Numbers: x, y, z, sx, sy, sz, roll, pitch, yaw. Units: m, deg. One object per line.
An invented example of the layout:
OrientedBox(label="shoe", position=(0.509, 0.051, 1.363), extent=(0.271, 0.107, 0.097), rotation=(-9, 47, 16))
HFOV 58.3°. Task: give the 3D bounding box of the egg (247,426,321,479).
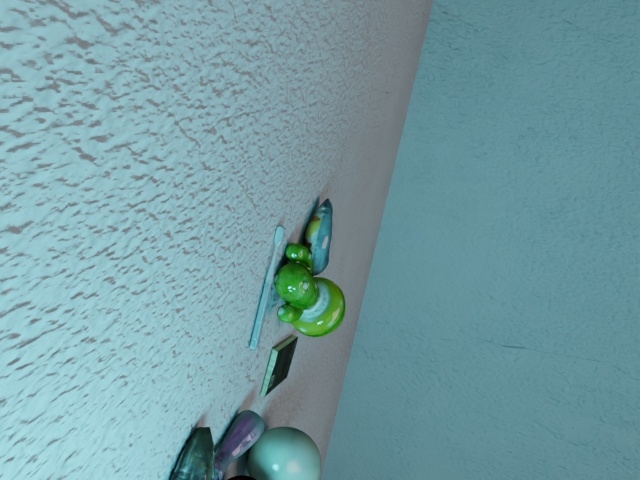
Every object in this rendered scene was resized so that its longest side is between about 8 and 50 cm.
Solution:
OrientedBox(label="egg", position=(-0.118, 0.719, 1.847), extent=(0.371, 0.229, 0.230), rotation=(64, 43, -64))

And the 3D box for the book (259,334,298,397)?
OrientedBox(label="book", position=(-0.131, 0.405, 1.868), extent=(0.228, 0.024, 0.160), rotation=(-10, 115, -76))

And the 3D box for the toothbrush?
OrientedBox(label="toothbrush", position=(-0.140, 0.127, 1.502), extent=(0.030, 0.025, 0.343), rotation=(-16, 121, -78))

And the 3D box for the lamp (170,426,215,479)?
OrientedBox(label="lamp", position=(-0.280, 0.527, 1.237), extent=(0.101, 0.101, 0.250), rotation=(82, 15, -61))

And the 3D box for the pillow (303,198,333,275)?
OrientedBox(label="pillow", position=(0.000, 0.000, 1.815), extent=(0.233, 0.086, 0.214), rotation=(91, 15, -54))

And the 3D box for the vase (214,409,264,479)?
OrientedBox(label="vase", position=(-0.231, 0.540, 1.501), extent=(0.214, 0.086, 0.086), rotation=(-41, 145, -60))

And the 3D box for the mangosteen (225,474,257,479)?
OrientedBox(label="mangosteen", position=(-0.217, 0.749, 1.563), extent=(0.210, 0.209, 0.210), rotation=(16, 90, -77))

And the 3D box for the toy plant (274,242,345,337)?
OrientedBox(label="toy plant", position=(-0.052, 0.158, 1.672), extent=(0.316, 0.184, 0.224), rotation=(54, 46, -54))
